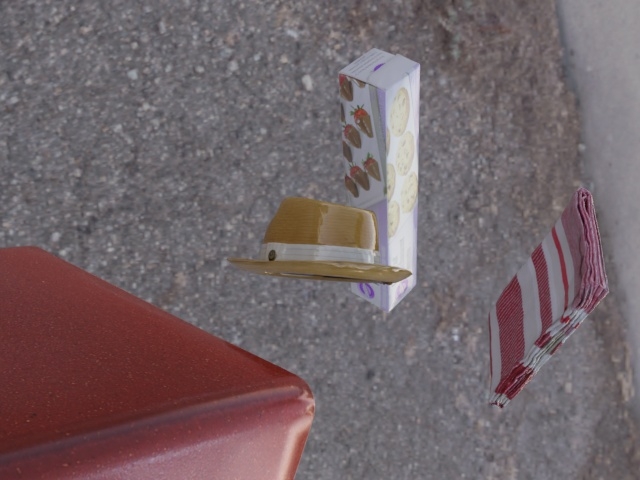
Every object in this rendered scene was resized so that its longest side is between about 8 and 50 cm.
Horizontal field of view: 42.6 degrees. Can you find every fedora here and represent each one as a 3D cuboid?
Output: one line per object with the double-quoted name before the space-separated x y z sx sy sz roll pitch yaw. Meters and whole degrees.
"fedora" 0.000 0.000 0.829 0.194 0.194 0.079 10 83 -47

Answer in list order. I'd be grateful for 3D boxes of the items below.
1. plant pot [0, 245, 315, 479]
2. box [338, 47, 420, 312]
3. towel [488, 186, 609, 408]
"plant pot" -0.205 0.157 0.429 0.235 0.267 0.267 8 100 -57
"box" 0.070 -0.057 0.935 0.067 0.063 0.324 -39 142 -33
"towel" 0.359 0.099 1.358 0.037 0.329 0.237 20 41 -7
